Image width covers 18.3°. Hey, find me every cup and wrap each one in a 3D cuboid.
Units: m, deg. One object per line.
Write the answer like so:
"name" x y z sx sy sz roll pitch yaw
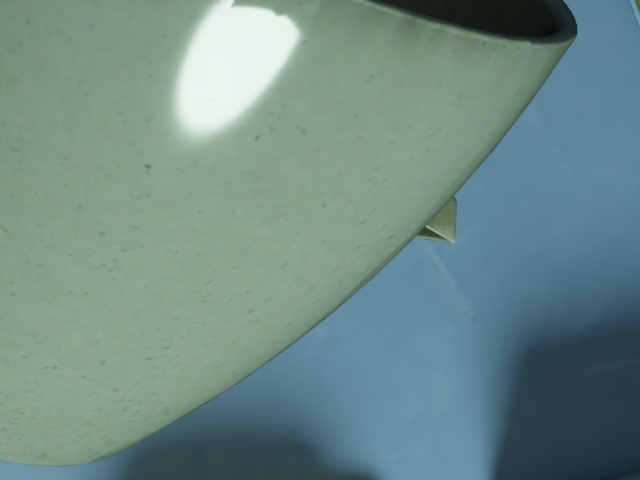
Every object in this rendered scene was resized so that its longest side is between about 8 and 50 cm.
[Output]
"cup" -0.102 -0.055 0.774 0.331 0.331 0.237 22 108 -17

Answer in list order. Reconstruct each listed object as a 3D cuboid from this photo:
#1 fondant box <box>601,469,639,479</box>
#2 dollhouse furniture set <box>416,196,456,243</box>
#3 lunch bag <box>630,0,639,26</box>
"fondant box" 0.234 0.265 0.965 0.238 0.096 0.330 -12 91 -18
"dollhouse furniture set" 0.000 0.000 0.887 0.091 0.114 0.081 30 84 -18
"lunch bag" 0.186 -0.142 0.985 0.071 0.053 0.083 -19 85 -19
